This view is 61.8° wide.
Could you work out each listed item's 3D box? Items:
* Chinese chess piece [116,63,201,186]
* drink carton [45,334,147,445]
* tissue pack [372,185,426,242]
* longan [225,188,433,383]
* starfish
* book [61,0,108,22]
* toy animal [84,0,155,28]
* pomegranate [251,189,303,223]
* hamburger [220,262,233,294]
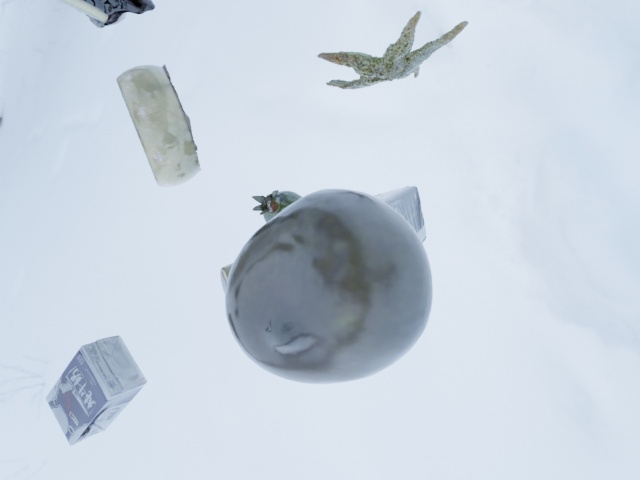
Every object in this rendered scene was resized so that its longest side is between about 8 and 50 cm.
[{"bbox_3d":[-0.449,-0.319,1.500,0.338,0.140,0.338,160,90,-76],"label":"Chinese chess piece"},{"bbox_3d":[-0.504,0.335,1.195,0.134,0.102,0.222,51,118,16],"label":"drink carton"},{"bbox_3d":[0.165,-0.023,1.508,0.210,0.370,0.198,-16,97,24],"label":"tissue pack"},{"bbox_3d":[0.014,0.084,0.921,0.361,0.361,0.361,-8,80,53],"label":"longan"},{"bbox_3d":[0.161,-0.437,1.292,0.358,0.347,0.078,129,135,-84],"label":"starfish"},{"bbox_3d":[-0.416,-0.356,0.702,0.241,0.170,0.018,31,101,30],"label":"book"},{"bbox_3d":[-0.491,-0.630,1.239,0.344,0.194,0.303,-49,62,47],"label":"toy animal"},{"bbox_3d":[-0.132,-0.105,1.710,0.152,0.191,0.131,0,76,42],"label":"pomegranate"},{"bbox_3d":[-0.276,0.139,1.748,0.141,0.081,0.127,-136,40,-57],"label":"hamburger"}]
